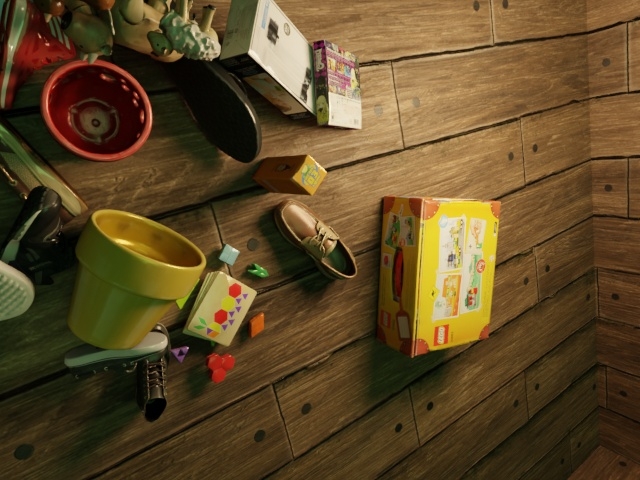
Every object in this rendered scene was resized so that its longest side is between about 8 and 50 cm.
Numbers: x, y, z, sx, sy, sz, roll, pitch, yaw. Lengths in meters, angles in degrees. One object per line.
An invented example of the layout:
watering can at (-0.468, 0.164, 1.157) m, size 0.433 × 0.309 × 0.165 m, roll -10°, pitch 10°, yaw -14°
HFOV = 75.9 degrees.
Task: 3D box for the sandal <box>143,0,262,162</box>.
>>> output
sandal at (-0.264, -0.391, 0.966) m, size 0.446 × 0.167 × 0.107 m, roll 57°, pitch 45°, yaw -24°

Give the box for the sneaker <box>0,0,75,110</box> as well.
sneaker at (-0.568, -0.355, 0.824) m, size 0.128 × 0.087 × 0.221 m, roll 4°, pitch 117°, yaw -52°

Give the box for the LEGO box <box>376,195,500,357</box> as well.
LEGO box at (0.403, 0.103, 1.410) m, size 0.372 × 0.193 × 0.500 m, roll -2°, pitch 98°, yaw -31°

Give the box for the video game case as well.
video game case at (0.053, -0.422, 1.147) m, size 0.232 × 0.041 × 0.210 m, roll -24°, pitch 113°, yaw -61°

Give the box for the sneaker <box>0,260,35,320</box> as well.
sneaker at (-0.705, 0.037, 0.742) m, size 0.365 × 0.150 × 0.135 m, roll 19°, pitch 106°, yaw -19°

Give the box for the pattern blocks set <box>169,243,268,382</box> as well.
pattern blocks set at (-0.269, 0.188, 1.102) m, size 0.285 × 0.026 × 0.325 m, roll 46°, pitch 68°, yaw -32°

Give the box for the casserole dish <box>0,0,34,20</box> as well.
casserole dish at (-0.610, -0.491, 0.806) m, size 0.188 × 0.037 × 0.114 m, roll -45°, pitch 117°, yaw -17°

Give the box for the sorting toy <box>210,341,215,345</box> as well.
sorting toy at (-0.292, 0.245, 1.119) m, size 0.062 × 0.012 × 0.083 m, roll -25°, pitch 109°, yaw -26°

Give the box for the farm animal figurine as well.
farm animal figurine at (-0.387, -0.412, 0.752) m, size 0.326 × 0.330 × 0.172 m, roll 3°, pitch 120°, yaw -40°

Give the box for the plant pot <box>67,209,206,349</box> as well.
plant pot at (-0.419, 0.095, 0.899) m, size 0.254 × 0.254 × 0.239 m, roll 25°, pitch 99°, yaw -31°

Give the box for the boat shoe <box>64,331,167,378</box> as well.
boat shoe at (-0.467, 0.274, 0.952) m, size 0.228 × 0.080 × 0.076 m, roll -11°, pitch 108°, yaw -8°

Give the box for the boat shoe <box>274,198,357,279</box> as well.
boat shoe at (0.000, 0.000, 1.198) m, size 0.324 × 0.116 × 0.123 m, roll 43°, pitch 75°, yaw -28°

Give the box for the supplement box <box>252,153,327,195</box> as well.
supplement box at (-0.085, -0.167, 1.053) m, size 0.080 × 0.233 × 0.078 m, roll 39°, pitch 78°, yaw -29°

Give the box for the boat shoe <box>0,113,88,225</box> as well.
boat shoe at (-0.627, -0.155, 0.799) m, size 0.123 × 0.123 × 0.342 m, roll -43°, pitch 125°, yaw -15°

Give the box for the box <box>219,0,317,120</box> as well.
box at (-0.103, -0.439, 1.007) m, size 0.290 × 0.087 × 0.169 m, roll 26°, pitch 70°, yaw -57°

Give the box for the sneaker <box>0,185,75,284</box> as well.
sneaker at (-0.541, -0.002, 0.816) m, size 0.124 × 0.283 × 0.107 m, roll 25°, pitch 44°, yaw -36°

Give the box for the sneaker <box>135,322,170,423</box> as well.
sneaker at (-0.401, 0.319, 1.003) m, size 0.083 × 0.118 × 0.222 m, roll 1°, pitch 96°, yaw -31°

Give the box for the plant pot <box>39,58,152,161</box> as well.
plant pot at (-0.461, -0.256, 0.849) m, size 0.191 × 0.174 × 0.191 m, roll -5°, pitch 100°, yaw -30°
